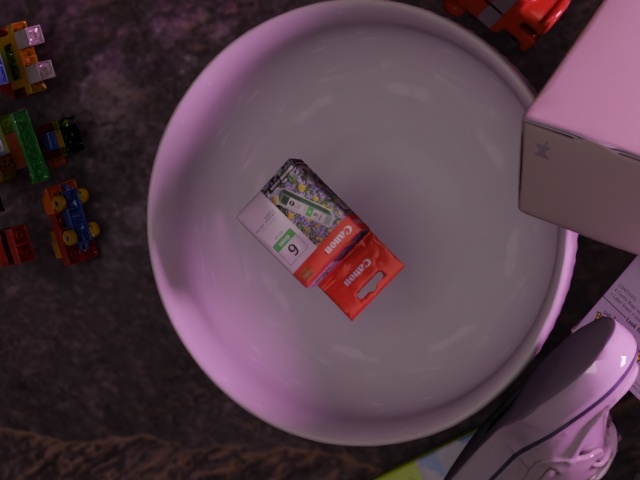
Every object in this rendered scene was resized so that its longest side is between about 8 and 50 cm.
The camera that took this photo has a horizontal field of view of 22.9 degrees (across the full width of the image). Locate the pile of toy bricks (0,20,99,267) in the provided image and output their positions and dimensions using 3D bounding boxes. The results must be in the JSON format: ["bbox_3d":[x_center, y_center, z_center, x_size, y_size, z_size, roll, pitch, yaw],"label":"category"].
[{"bbox_3d":[-0.277,-0.072,1.367,0.105,0.118,0.212,-10,99,48],"label":"pile of toy bricks"}]

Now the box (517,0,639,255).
[{"bbox_3d":[0.246,-0.121,1.124,0.113,0.094,0.275,23,53,22],"label":"box"}]

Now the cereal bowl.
[{"bbox_3d":[0.041,-0.014,1.248,0.339,0.141,0.339,0,91,16],"label":"cereal bowl"}]

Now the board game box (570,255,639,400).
[{"bbox_3d":[0.343,0.021,1.140,0.275,0.142,0.144,-51,52,12],"label":"board game box"}]

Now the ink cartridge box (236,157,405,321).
[{"bbox_3d":[0.000,0.000,1.172,0.115,0.029,0.063,45,102,11],"label":"ink cartridge box"}]

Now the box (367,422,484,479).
[{"bbox_3d":[0.107,0.221,1.285,0.178,0.042,0.109,-28,85,14],"label":"box"}]

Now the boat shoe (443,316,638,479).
[{"bbox_3d":[0.176,0.139,1.145,0.084,0.258,0.095,36,60,2],"label":"boat shoe"}]

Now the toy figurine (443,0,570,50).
[{"bbox_3d":[0.154,-0.259,1.172,0.148,0.213,0.209,40,102,-3],"label":"toy figurine"}]

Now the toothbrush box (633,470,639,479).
[{"bbox_3d":[0.261,0.346,1.127,0.126,0.216,0.295,6,107,16],"label":"toothbrush box"}]
